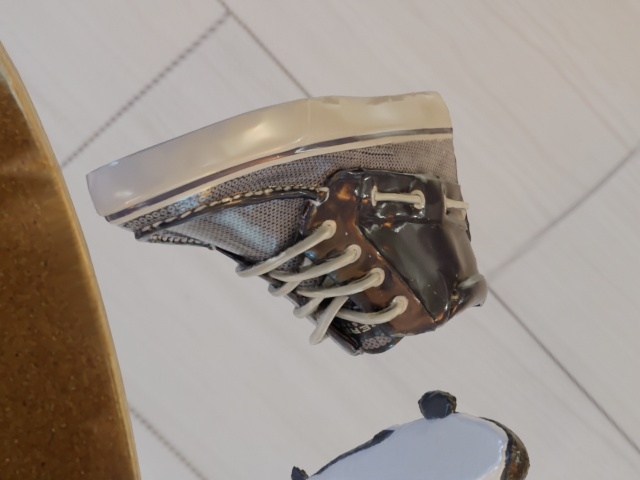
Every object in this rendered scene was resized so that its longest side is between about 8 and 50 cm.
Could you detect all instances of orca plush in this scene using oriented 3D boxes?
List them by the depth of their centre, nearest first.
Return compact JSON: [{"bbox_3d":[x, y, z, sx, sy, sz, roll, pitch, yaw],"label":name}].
[{"bbox_3d":[0.101,0.246,1.745,0.287,0.151,0.102,-33,134,32],"label":"orca plush"}]

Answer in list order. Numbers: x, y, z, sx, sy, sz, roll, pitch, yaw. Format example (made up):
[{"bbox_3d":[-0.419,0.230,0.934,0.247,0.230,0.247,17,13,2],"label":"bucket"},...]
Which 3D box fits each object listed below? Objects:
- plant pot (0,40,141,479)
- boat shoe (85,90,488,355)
[{"bbox_3d":[-0.186,0.074,0.378,0.254,0.237,0.237,-10,108,6],"label":"plant pot"},{"bbox_3d":[0.000,0.000,1.119,0.127,0.340,0.158,-19,87,35],"label":"boat shoe"}]
